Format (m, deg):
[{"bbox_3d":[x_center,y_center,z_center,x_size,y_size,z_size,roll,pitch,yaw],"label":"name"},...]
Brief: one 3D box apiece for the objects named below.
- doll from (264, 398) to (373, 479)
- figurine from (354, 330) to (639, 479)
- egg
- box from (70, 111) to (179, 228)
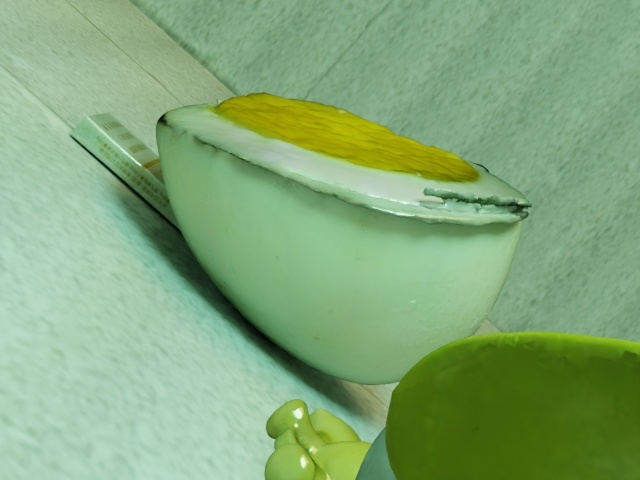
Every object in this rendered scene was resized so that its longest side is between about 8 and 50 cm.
[{"bbox_3d":[0.076,0.180,0.644,0.291,0.086,0.117,42,13,-21],"label":"doll"},{"bbox_3d":[0.129,0.160,0.490,0.283,0.204,0.338,60,21,9],"label":"figurine"},{"bbox_3d":[-0.001,0.001,1.038,0.286,0.174,0.264,23,14,21],"label":"egg"},{"bbox_3d":[-0.126,-0.042,1.145,0.167,0.024,0.090,42,7,-2],"label":"box"}]
